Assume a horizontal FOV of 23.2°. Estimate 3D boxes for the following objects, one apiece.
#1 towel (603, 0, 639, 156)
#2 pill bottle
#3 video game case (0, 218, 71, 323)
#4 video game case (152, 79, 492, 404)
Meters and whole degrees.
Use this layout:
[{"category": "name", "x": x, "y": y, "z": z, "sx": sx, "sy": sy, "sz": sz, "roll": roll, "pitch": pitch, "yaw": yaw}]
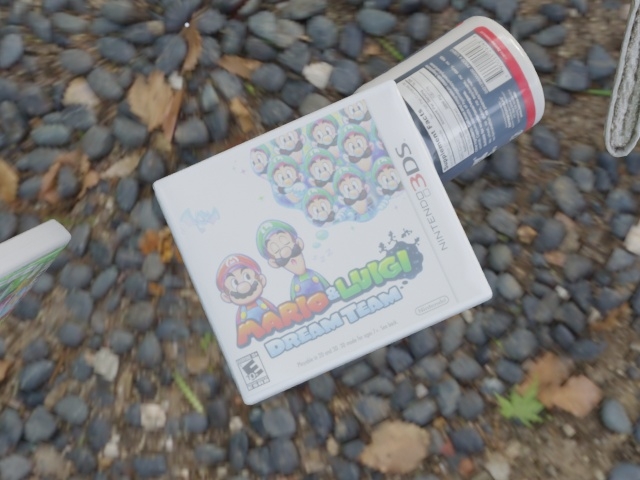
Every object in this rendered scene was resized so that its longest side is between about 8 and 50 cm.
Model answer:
[{"category": "towel", "x": 0.364, "y": -0.254, "z": 1.718, "sx": 0.049, "sy": 0.187, "sz": 0.282, "roll": 13, "pitch": 126, "yaw": 10}, {"category": "pill bottle", "x": 0.085, "y": -0.098, "z": 1.297, "sx": 0.180, "sy": 0.108, "sz": 0.108, "roll": -33, "pitch": 99, "yaw": -13}, {"category": "video game case", "x": -0.267, "y": 0.081, "z": 1.017, "sx": 0.023, "sy": 0.212, "sz": 0.193, "roll": 44, "pitch": 112, "yaw": 3}, {"category": "video game case", "x": 0.000, "y": 0.000, "z": 0.912, "sx": 0.157, "sy": 0.019, "sz": 0.143, "roll": -24, "pitch": 80, "yaw": -1}]
